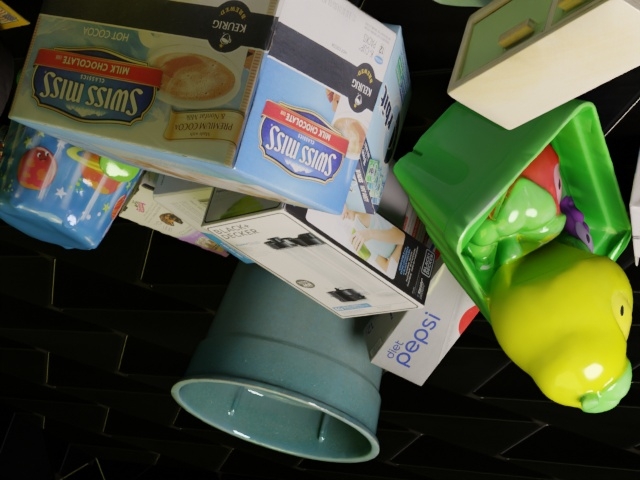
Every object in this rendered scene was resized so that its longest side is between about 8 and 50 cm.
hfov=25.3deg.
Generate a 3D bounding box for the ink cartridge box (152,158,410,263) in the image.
[{"bbox_3d":[-0.052,-0.077,2.076,0.307,0.129,0.223,-5,149,41],"label":"ink cartridge box"}]

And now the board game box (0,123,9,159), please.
[{"bbox_3d":[-0.454,-0.133,2.325,0.194,0.060,0.194,11,157,11],"label":"board game box"}]

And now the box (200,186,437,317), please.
[{"bbox_3d":[0.000,0.000,1.937,0.169,0.087,0.290,-9,145,44],"label":"box"}]

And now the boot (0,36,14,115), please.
[{"bbox_3d":[-0.567,-0.281,1.759,0.284,0.138,0.377,11,163,15],"label":"boot"}]

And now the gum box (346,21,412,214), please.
[{"bbox_3d":[0.065,-0.149,1.753,0.041,0.184,0.157,11,157,14],"label":"gum box"}]

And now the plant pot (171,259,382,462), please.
[{"bbox_3d":[-0.030,0.141,2.300,0.341,0.334,0.341,14,157,6],"label":"plant pot"}]

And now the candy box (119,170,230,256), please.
[{"bbox_3d":[-0.211,-0.057,2.313,0.196,0.070,0.165,22,157,-13],"label":"candy box"}]

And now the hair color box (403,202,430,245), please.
[{"bbox_3d":[0.156,0.004,2.163,0.167,0.093,0.053,26,157,-19],"label":"hair color box"}]

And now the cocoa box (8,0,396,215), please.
[{"bbox_3d":[-0.136,-0.186,1.623,0.347,0.228,0.231,14,176,34],"label":"cocoa box"}]

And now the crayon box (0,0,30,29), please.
[{"bbox_3d":[-0.526,-0.379,1.775,0.203,0.083,0.323,-3,149,41],"label":"crayon box"}]

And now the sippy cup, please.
[{"bbox_3d":[-0.360,-0.114,2.054,0.240,0.224,0.305,20,165,3],"label":"sippy cup"}]

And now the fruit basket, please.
[{"bbox_3d":[0.291,0.024,1.775,0.392,0.283,0.392,43,172,7],"label":"fruit basket"}]

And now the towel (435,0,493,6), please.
[{"bbox_3d":[0.229,-0.327,1.349,0.374,0.090,0.320,8,157,21],"label":"towel"}]

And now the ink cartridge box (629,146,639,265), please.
[{"bbox_3d":[0.439,-0.044,1.836,0.060,0.104,0.180,7,156,18],"label":"ink cartridge box"}]

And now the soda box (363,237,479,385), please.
[{"bbox_3d":[0.181,0.071,2.092,0.098,0.091,0.286,27,114,-20],"label":"soda box"}]

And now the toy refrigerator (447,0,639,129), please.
[{"bbox_3d":[0.236,-0.208,1.376,0.094,0.102,0.269,27,156,-21],"label":"toy refrigerator"}]
